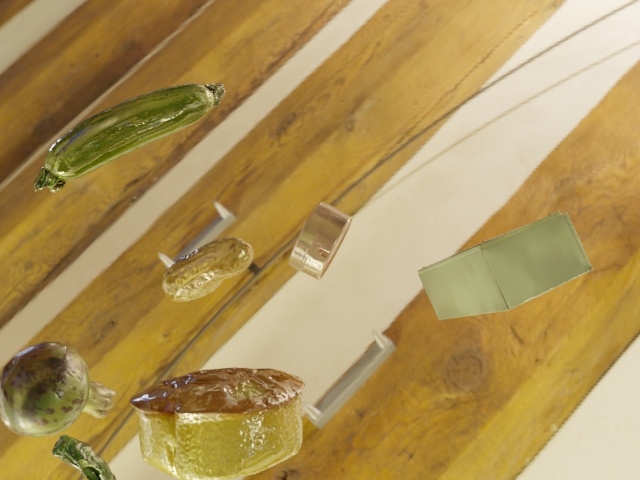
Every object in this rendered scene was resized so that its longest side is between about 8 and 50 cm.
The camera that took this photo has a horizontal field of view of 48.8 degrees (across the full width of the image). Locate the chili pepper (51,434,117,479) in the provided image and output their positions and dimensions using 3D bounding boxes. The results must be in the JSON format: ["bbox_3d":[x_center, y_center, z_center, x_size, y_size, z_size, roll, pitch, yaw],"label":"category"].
[{"bbox_3d":[-0.413,0.412,1.278,0.073,0.182,0.050,10,-128,31],"label":"chili pepper"}]

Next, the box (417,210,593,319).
[{"bbox_3d":[0.239,0.040,0.961,0.129,0.225,0.086,-23,-95,-15],"label":"box"}]

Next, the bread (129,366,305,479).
[{"bbox_3d":[-0.157,0.273,1.102,0.270,0.270,0.148,-3,-90,29],"label":"bread"}]

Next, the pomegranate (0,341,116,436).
[{"bbox_3d":[-0.685,0.404,1.810,0.242,0.306,0.242,-12,-133,13],"label":"pomegranate"}]

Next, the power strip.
[{"bbox_3d":[0.000,0.000,1.462,0.078,0.154,0.154,27,-113,5],"label":"power strip"}]

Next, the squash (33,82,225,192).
[{"bbox_3d":[-0.270,-0.164,1.011,0.318,0.071,0.080,-31,-166,-19],"label":"squash"}]

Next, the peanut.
[{"bbox_3d":[-0.246,0.061,1.545,0.226,0.108,0.095,-30,-118,16],"label":"peanut"}]
